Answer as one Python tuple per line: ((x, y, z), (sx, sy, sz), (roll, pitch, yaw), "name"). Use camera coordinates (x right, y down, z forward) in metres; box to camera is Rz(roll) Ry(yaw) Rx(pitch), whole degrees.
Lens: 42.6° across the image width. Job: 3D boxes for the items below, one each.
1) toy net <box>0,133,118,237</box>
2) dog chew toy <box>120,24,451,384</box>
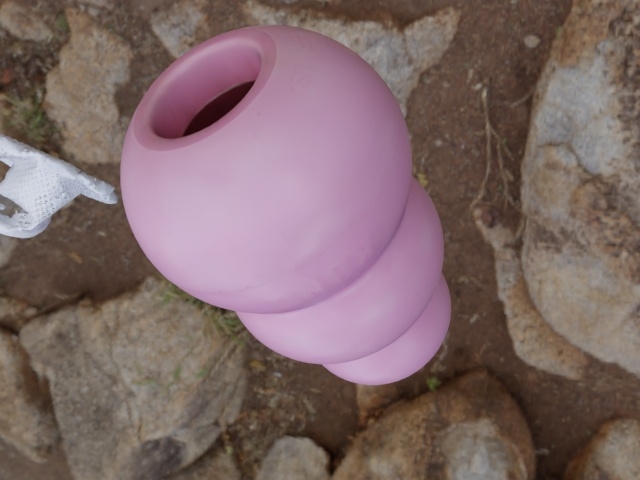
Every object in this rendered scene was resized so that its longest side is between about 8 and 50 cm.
((-0.203, -0.040, 0.406), (0.232, 0.045, 0.122), (20, 169, 14), "toy net")
((0.000, 0.000, 0.633), (0.206, 0.206, 0.332), (-5, 140, 31), "dog chew toy")
